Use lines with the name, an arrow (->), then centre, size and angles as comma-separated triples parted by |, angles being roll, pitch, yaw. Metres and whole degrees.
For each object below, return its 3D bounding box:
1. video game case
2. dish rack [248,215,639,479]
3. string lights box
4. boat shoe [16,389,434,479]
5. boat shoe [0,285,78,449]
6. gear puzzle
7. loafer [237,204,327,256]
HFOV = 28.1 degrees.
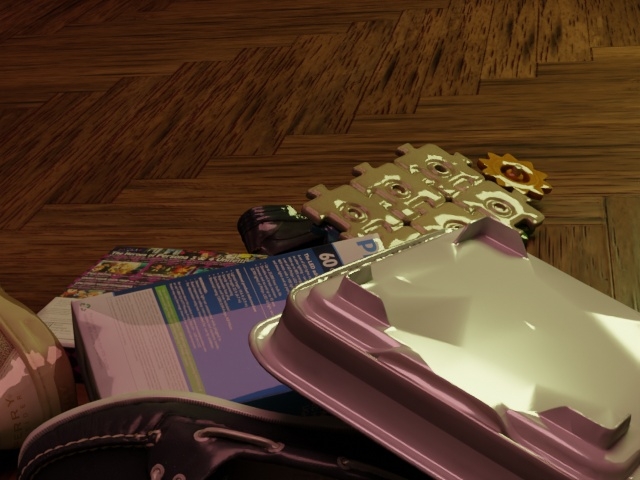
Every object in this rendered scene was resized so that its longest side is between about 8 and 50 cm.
video game case -> -0.132, 0.068, 1.180 | 0.232, 0.042, 0.210 | 3, 25, 19
dish rack -> 0.140, 0.075, 0.886 | 0.285, 0.072, 0.333 | 31, 24, 22
string lights box -> -0.052, 0.089, 1.006 | 0.259, 0.077, 0.133 | -12, 51, -17
boat shoe -> -0.061, 0.165, 0.838 | 0.302, 0.114, 0.091 | -3, 17, 6
boat shoe -> -0.328, 0.078, 1.093 | 0.110, 0.122, 0.341 | -18, 27, -31
gear puzzle -> 0.129, -0.031, 1.332 | 0.175, 0.044, 0.339 | 35, 37, 23
loafer -> 0.000, 0.000, 1.320 | 0.170, 0.062, 0.061 | -5, 60, -18
